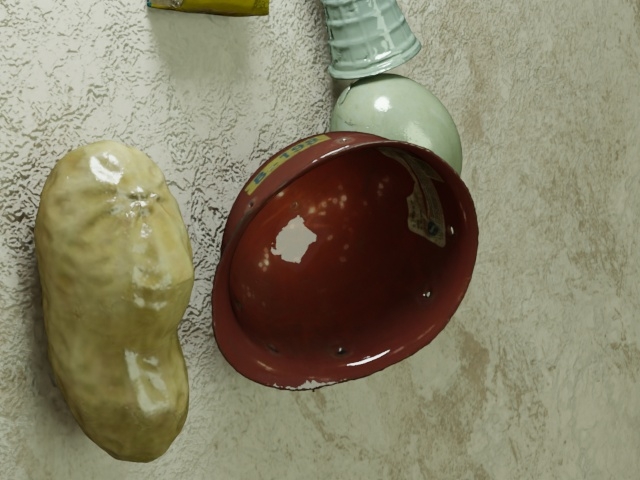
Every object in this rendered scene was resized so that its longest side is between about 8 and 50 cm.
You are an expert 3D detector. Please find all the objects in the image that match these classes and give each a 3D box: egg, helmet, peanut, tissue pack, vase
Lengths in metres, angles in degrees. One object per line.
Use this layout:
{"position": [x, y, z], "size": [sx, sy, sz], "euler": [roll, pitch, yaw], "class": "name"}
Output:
{"position": [0.112, -0.133, 2.042], "size": [0.253, 0.186, 0.186], "euler": [56, 53, -34], "class": "egg"}
{"position": [0.000, 0.000, 1.881], "size": [0.385, 0.230, 0.337], "euler": [-37, 123, -2], "class": "helmet"}
{"position": [-0.231, 0.075, 1.632], "size": [0.169, 0.192, 0.387], "euler": [-22, 111, -56], "class": "peanut"}
{"position": [-0.139, -0.349, 1.783], "size": [0.169, 0.082, 0.120], "euler": [-5, 100, -52], "class": "tissue pack"}
{"position": [0.034, -0.389, 1.962], "size": [0.143, 0.143, 0.299], "euler": [-42, 121, -41], "class": "vase"}
